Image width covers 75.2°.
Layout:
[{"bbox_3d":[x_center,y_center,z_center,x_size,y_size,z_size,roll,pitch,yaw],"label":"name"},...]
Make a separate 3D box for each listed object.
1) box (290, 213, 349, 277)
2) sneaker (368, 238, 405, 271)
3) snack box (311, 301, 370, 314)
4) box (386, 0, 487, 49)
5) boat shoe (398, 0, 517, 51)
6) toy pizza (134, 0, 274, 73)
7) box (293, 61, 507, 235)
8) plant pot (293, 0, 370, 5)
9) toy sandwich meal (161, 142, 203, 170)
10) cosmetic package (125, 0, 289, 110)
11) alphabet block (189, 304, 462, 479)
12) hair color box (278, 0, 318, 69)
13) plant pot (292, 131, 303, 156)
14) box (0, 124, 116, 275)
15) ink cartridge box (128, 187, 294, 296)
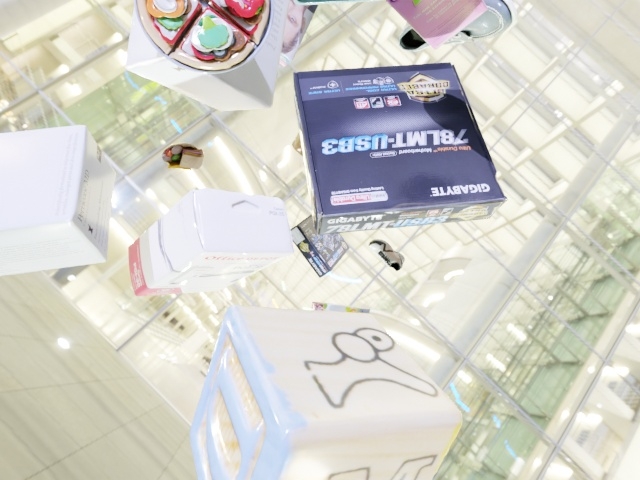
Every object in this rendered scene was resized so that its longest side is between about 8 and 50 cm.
[{"bbox_3d":[0.000,0.000,1.338,0.051,0.220,0.175,-34,-85,27],"label":"box"},{"bbox_3d":[0.166,0.036,1.038,0.109,0.043,0.040,32,-47,-11],"label":"sneaker"},{"bbox_3d":[0.058,0.299,1.381,0.207,0.174,0.070,0,-8,41],"label":"snack box"},{"bbox_3d":[0.162,-0.502,0.735,0.117,0.243,0.213,-31,-112,34],"label":"box"},{"bbox_3d":[0.307,-0.499,0.983,0.116,0.099,0.319,46,-7,-35],"label":"boat shoe"},{"bbox_3d":[-0.168,-0.349,0.606,0.201,0.201,0.032,49,-3,-10],"label":"toy pizza"},{"bbox_3d":[0.116,-0.162,0.692,0.073,0.296,0.293,98,-15,-62],"label":"box"},{"bbox_3d":[0.036,-0.739,0.974,0.248,0.247,0.252,-47,137,-79],"label":"plant pot"},{"bbox_3d":[-0.290,-0.173,0.878,0.085,0.086,0.029,97,-23,-65],"label":"toy sandwich meal"},{"bbox_3d":[-0.181,-0.499,0.765,0.162,0.453,0.230,10,0,35],"label":"cosmetic package"},{"bbox_3d":[-0.009,0.199,0.447,0.197,0.193,0.192,10,21,-30],"label":"alphabet block"},{"bbox_3d":[-0.105,-0.698,1.209,0.174,0.347,0.105,30,-14,-33],"label":"hair color box"},{"bbox_3d":[0.054,-0.405,1.456,0.237,0.237,0.254,37,-62,22],"label":"plant pot"},{"bbox_3d":[-0.425,-0.059,0.621,0.119,0.182,0.181,92,-11,-60],"label":"box"},{"bbox_3d":[-0.222,0.015,0.827,0.283,0.207,0.117,-27,-110,41],"label":"ink cartridge box"}]
